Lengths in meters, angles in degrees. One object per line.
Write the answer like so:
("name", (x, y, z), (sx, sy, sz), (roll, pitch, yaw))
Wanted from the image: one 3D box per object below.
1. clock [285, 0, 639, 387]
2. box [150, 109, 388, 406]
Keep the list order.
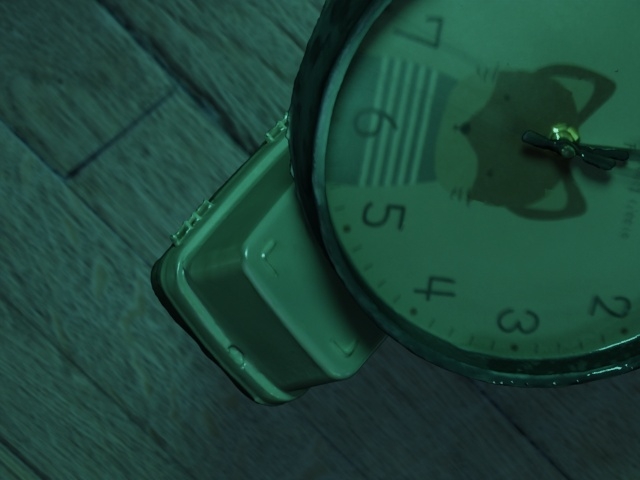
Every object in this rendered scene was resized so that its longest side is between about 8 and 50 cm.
("clock", (0.143, -0.061, 1.022), (0.325, 0.067, 0.325), (-3, 115, -6))
("box", (0.000, 0.000, 1.152), (0.148, 0.210, 0.129), (50, 149, -15))
